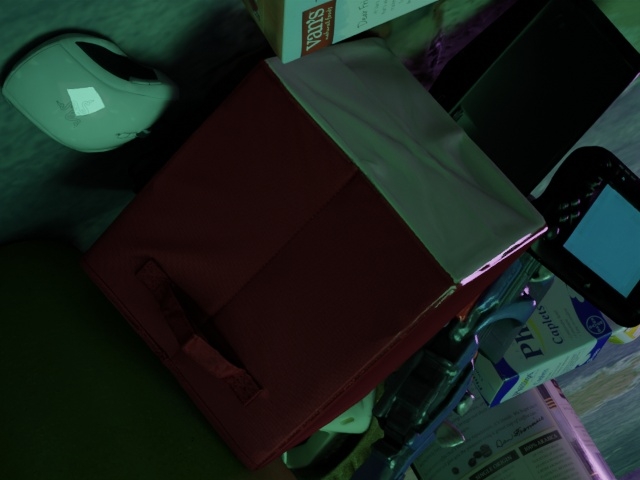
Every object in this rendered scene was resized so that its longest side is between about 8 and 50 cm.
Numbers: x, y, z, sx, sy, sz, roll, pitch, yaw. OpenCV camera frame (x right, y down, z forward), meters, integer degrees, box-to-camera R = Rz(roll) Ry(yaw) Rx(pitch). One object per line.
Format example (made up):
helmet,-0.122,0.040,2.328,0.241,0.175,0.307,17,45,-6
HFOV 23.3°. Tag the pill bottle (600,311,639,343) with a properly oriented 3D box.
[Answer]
pill bottle,0.365,0.093,1.913,0.065,0.065,0.116,-34,158,11

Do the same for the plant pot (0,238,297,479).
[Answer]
plant pot,-0.167,0.156,1.052,0.275,0.293,0.275,-26,158,-11

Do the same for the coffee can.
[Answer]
coffee can,0.211,0.252,1.779,0.202,0.275,0.201,-25,158,-11

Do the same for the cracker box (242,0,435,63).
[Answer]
cracker box,0.067,-0.205,0.860,0.232,0.067,0.155,-25,157,-16

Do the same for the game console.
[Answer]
game console,0.202,-0.045,1.225,0.213,0.044,0.361,-48,134,7

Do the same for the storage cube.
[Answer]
storage cube,0.000,0.000,1.013,0.193,0.183,0.215,-45,171,27

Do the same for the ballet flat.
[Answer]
ballet flat,0.023,0.188,1.661,0.124,0.116,0.342,3,150,-22

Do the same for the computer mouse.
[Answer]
computer mouse,-0.120,-0.073,0.946,0.106,0.042,0.193,-36,158,18

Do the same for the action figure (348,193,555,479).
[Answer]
action figure,0.088,0.074,1.376,0.341,0.178,0.330,-52,157,-14

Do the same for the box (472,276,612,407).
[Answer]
box,0.206,0.083,1.600,0.137,0.126,0.072,-23,159,-19
